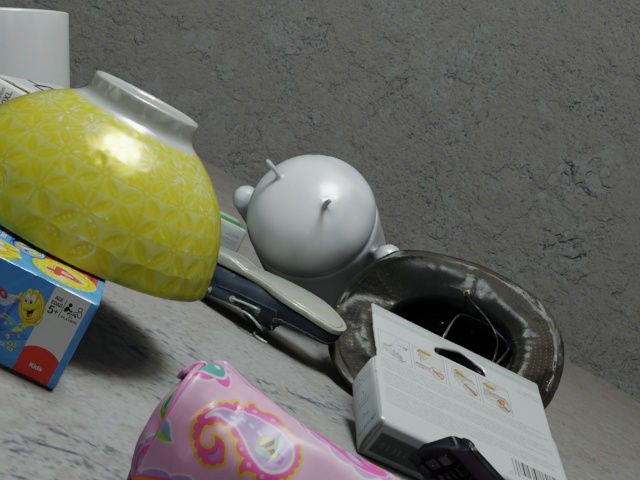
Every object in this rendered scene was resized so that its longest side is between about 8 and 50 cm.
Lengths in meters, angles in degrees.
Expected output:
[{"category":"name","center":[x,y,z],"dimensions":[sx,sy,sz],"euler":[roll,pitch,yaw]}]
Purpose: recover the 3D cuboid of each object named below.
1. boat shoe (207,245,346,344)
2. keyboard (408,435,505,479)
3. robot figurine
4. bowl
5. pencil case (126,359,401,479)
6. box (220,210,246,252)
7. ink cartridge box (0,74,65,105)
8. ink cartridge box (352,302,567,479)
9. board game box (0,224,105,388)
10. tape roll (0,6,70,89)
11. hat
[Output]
[{"category":"boat shoe","center":[-0.085,0.085,1.471],"dimensions":[0.255,0.079,0.095],"euler":[28,8,12]},{"category":"keyboard","center":[0.183,0.287,0.845],"dimensions":[0.317,0.033,0.201],"euler":[49,-17,6]},{"category":"robot figurine","center":[0.000,0.000,1.663],"dimensions":[0.300,0.199,0.353],"euler":[20,-24,22]},{"category":"bowl","center":[-0.209,-0.076,1.063],"dimensions":[0.290,0.156,0.289],"euler":[29,6,-3]},{"category":"pencil case","center":[0.002,0.197,0.758],"dimensions":[0.284,0.124,0.124],"euler":[30,6,-2]},{"category":"box","center":[-0.182,0.000,1.606],"dimensions":[0.101,0.102,0.087],"euler":[26,5,-17]},{"category":"ink cartridge box","center":[-0.363,-0.105,1.319],"dimensions":[0.100,0.172,0.237],"euler":[29,6,1]},{"category":"ink cartridge box","center":[0.167,0.216,1.305],"dimensions":[0.275,0.060,0.239],"euler":[27,25,-15]},{"category":"board game box","center":[-0.352,-0.008,0.992],"dimensions":[0.302,0.086,0.308],"euler":[27,7,-13]},{"category":"tape roll","center":[-0.489,-0.252,1.536],"dimensions":[0.246,0.169,0.246],"euler":[2,9,0]},{"category":"hat","center":[0.172,0.171,1.519],"dimensions":[0.331,0.331,0.134],"euler":[31,-32,17]}]
